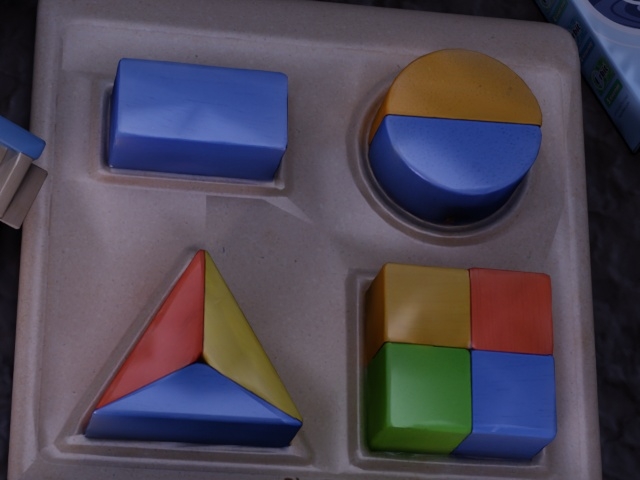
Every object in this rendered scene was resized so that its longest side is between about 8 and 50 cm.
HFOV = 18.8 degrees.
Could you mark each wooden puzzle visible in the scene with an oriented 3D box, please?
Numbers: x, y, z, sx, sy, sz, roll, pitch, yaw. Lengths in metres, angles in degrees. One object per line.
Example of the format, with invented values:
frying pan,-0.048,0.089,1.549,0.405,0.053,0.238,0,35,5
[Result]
wooden puzzle,0.000,0.000,1.059,0.322,0.080,0.348,4,63,-10

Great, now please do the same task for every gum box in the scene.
gum box,0.215,-0.164,1.208,0.157,0.041,0.184,-23,70,-21

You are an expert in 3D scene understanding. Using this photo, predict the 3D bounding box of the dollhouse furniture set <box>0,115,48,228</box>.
dollhouse furniture set,-0.339,0.009,0.990,0.303,0.198,0.286,28,84,-31
